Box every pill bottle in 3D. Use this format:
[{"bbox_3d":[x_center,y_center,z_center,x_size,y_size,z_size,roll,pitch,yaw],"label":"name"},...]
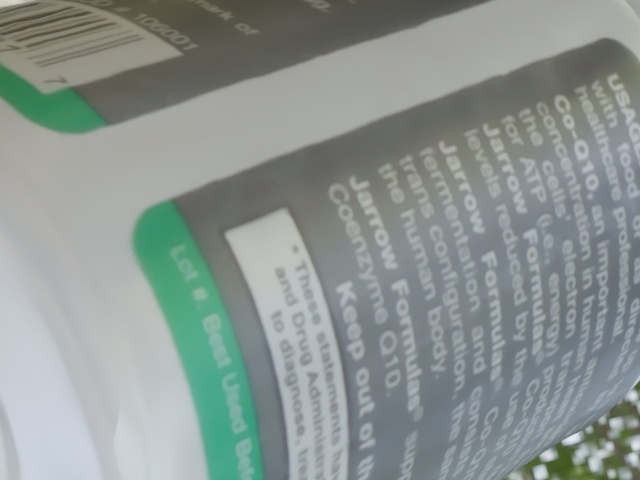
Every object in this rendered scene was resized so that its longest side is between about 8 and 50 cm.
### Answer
[{"bbox_3d":[0.000,0.000,0.581,0.204,0.204,0.361,-6,-168,44],"label":"pill bottle"}]
